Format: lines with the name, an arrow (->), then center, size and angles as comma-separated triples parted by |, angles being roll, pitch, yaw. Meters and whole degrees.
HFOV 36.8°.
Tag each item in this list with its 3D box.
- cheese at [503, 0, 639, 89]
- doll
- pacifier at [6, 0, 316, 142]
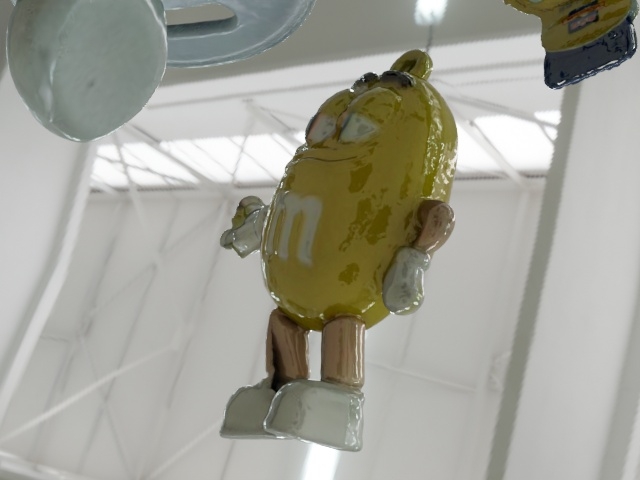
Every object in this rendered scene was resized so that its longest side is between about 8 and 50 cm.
cheese -> 0.246, -0.259, 0.906 | 0.177, 0.069, 0.270 | -20, -127, 35
doll -> 0.006, 0.027, 1.002 | 0.348, 0.161, 0.423 | -33, -135, 33
pacifier -> -0.122, -0.143, 0.513 | 0.228, 0.279, 0.207 | -6, -117, 11
